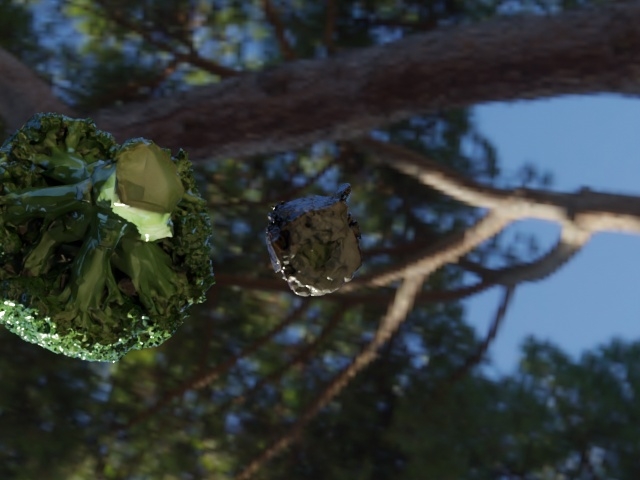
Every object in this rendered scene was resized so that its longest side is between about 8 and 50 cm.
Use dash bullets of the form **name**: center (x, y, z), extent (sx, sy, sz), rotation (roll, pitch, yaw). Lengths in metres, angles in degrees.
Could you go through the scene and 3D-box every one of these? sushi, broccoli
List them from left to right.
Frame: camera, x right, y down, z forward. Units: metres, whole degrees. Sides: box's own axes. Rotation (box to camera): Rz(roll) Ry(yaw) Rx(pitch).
- **broccoli**: center (-0.216, -0.016, 1.656), extent (0.270, 0.270, 0.270), rotation (12, -117, -25)
- **sushi**: center (-0.001, 0.001, 1.666), extent (0.098, 0.084, 0.094), rotation (-17, -77, -6)
